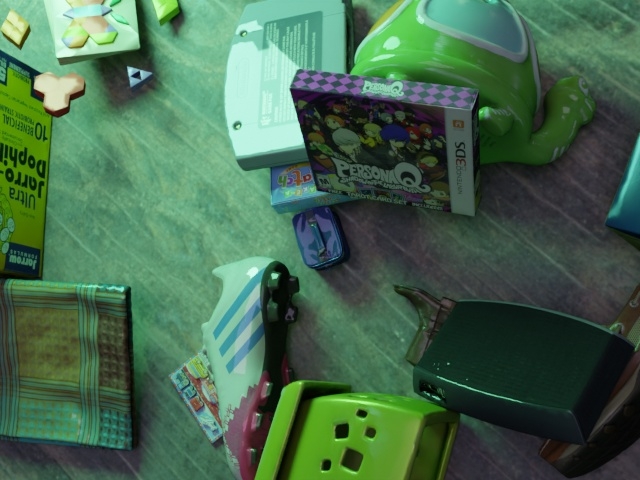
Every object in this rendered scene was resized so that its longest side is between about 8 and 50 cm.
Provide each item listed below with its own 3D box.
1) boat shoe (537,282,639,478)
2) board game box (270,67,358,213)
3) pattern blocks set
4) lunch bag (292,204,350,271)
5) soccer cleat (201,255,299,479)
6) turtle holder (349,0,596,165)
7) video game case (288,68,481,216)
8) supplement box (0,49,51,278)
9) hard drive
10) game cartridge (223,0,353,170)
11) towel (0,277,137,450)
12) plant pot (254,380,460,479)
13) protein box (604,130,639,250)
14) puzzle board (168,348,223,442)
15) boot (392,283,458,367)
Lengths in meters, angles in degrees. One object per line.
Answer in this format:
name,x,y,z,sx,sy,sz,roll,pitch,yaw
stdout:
boat shoe,0.397,0.163,1.112,0.324,0.122,0.120,-49,48,0
board game box,0.002,-0.153,1.280,0.160,0.039,0.211,-10,62,15
pattern blocks set,-0.377,-0.369,1.397,0.285,0.026,0.325,-22,67,-13
lunch bag,0.000,0.000,1.269,0.067,0.065,0.098,-22,75,12
soccer cleat,-0.115,0.188,1.261,0.143,0.116,0.331,-1,77,28
turtle holder,0.206,-0.224,1.156,0.320,0.243,0.227,11,68,22
video game case,0.089,-0.123,1.098,0.232,0.210,0.042,11,58,18
supplement box,-0.582,-0.122,1.391,0.195,0.194,0.356,-1,82,16
hard drive,0.250,0.155,1.093,0.255,0.054,0.172,10,52,45
game cartridge,-0.048,-0.246,1.290,0.198,0.062,0.297,-9,62,20
towel,-0.468,0.194,1.355,0.370,0.040,0.271,1,99,16
plant pot,0.043,0.304,1.132,0.207,0.227,0.228,16,86,23
protein box,0.503,-0.071,1.061,0.200,0.136,0.201,19,87,43
puzzle board,-0.166,0.232,1.311,0.096,0.011,0.128,-39,74,7
boot,0.138,0.128,1.228,0.106,0.037,0.114,19,92,20
